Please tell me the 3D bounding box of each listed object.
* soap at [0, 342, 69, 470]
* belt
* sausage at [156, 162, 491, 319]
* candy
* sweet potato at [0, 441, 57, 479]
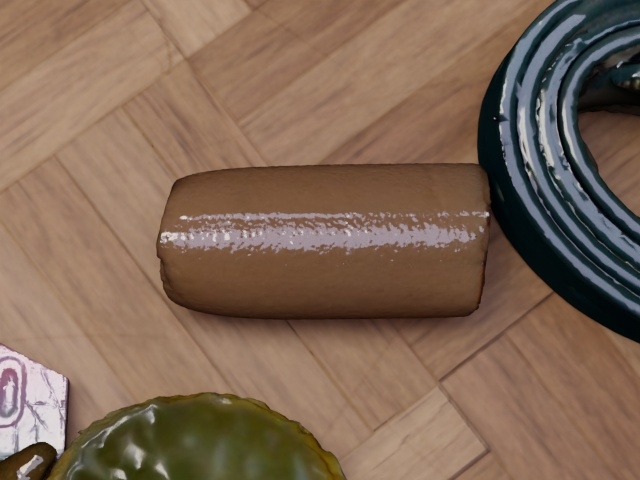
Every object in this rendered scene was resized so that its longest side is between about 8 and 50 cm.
[{"bbox_3d":[-0.267,0.123,1.455,0.149,0.056,0.100,3,77,-4],"label":"soap"},{"bbox_3d":[0.338,-0.049,1.479,0.437,0.173,0.300,18,87,2],"label":"belt"},{"bbox_3d":[0.000,0.000,1.466,0.253,0.123,0.123,1,80,-5],"label":"sausage"},{"bbox_3d":[-0.094,0.237,1.394,0.260,0.118,0.260,-1,61,1],"label":"candy"},{"bbox_3d":[-0.286,0.257,1.416,0.075,0.075,0.269,35,86,2],"label":"sweet potato"}]
